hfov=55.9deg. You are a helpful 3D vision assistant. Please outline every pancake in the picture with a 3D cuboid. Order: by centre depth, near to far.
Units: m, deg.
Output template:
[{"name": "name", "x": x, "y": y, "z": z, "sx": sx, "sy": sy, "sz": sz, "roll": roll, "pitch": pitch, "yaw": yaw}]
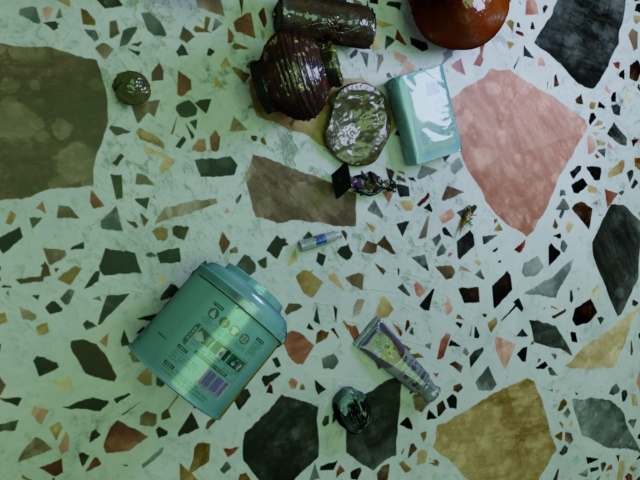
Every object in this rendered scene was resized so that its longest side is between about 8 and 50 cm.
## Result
[{"name": "pancake", "x": 0.107, "y": -0.332, "z": 1.734, "sx": 0.222, "sy": 0.042, "sz": 0.236, "roll": -10, "pitch": 98, "yaw": -26}]

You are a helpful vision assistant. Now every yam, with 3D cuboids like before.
[{"name": "yam", "x": 0.011, "y": -0.600, "z": 1.643, "sx": 0.279, "sy": 0.131, "sz": 0.131, "roll": 2, "pitch": 91, "yaw": -22}]

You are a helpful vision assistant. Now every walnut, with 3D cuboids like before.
[{"name": "walnut", "x": -0.463, "y": -0.375, "z": 1.483, "sx": 0.092, "sy": 0.092, "sz": 0.092, "roll": -1, "pitch": 92, "yaw": -22}]

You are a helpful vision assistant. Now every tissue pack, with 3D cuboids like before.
[{"name": "tissue pack", "x": 0.306, "y": -0.369, "z": 1.789, "sx": 0.177, "sy": 0.089, "sz": 0.263, "roll": -20, "pitch": 101, "yaw": -19}]

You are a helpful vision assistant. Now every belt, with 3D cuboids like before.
[{"name": "belt", "x": 0.094, "y": 0.491, "z": 1.747, "sx": 0.105, "sy": 0.058, "sz": 0.140, "roll": -28, "pitch": 101, "yaw": -22}]

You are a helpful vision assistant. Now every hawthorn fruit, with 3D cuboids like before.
[{"name": "hawthorn fruit", "x": 0.397, "y": -0.681, "z": 1.726, "sx": 0.295, "sy": 0.295, "sz": 0.311, "roll": -52, "pitch": 132, "yaw": -13}]

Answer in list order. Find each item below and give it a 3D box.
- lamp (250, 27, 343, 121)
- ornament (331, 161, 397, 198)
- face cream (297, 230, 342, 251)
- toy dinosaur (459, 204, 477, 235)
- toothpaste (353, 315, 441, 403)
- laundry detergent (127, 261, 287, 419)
[{"name": "lamp", "x": -0.057, "y": -0.429, "z": 1.563, "sx": 0.247, "sy": 0.247, "sz": 0.247, "roll": -1, "pitch": 92, "yaw": -22}, {"name": "ornament", "x": 0.132, "y": -0.171, "z": 1.739, "sx": 0.203, "sy": 0.088, "sz": 0.081, "roll": -3, "pitch": 69, "yaw": -34}, {"name": "face cream", "x": 0.000, "y": 0.000, "z": 1.705, "sx": 0.130, "sy": 0.034, "sz": 0.034, "roll": -16, "pitch": 98, "yaw": -21}, {"name": "toy dinosaur", "x": 0.461, "y": -0.060, "z": 1.892, "sx": 0.041, "sy": 0.026, "sz": 0.113, "roll": 24, "pitch": 74, "yaw": -14}, {"name": "toothpaste", "x": 0.236, "y": 0.364, "z": 1.801, "sx": 0.299, "sy": 0.073, "sz": 0.114, "roll": 45, "pitch": 76, "yaw": -9}, {"name": "laundry detergent", "x": -0.255, "y": 0.227, "z": 1.475, "sx": 0.287, "sy": 0.287, "sz": 0.305, "roll": 44, "pitch": 76, "yaw": -17}]
